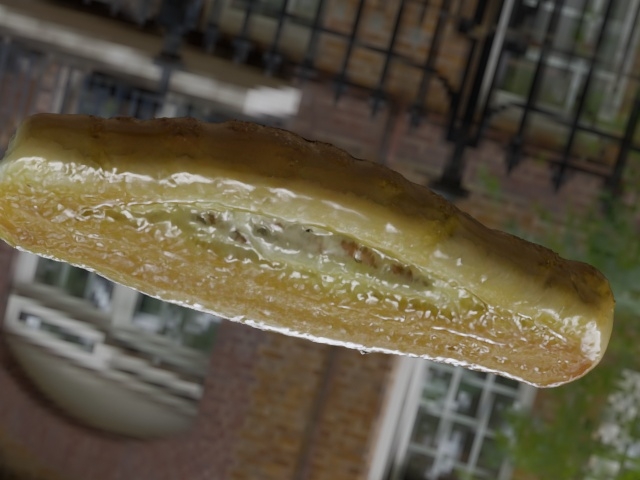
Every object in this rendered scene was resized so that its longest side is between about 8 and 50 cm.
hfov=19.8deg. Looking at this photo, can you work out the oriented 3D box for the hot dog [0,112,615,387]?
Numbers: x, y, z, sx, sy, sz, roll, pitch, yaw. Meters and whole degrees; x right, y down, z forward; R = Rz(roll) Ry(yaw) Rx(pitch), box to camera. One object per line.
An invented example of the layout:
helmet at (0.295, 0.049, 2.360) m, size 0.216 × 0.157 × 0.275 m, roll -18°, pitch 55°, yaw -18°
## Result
hot dog at (0.000, -0.001, 0.380) m, size 0.137 × 0.044 × 0.028 m, roll 15°, pitch -134°, yaw -13°
